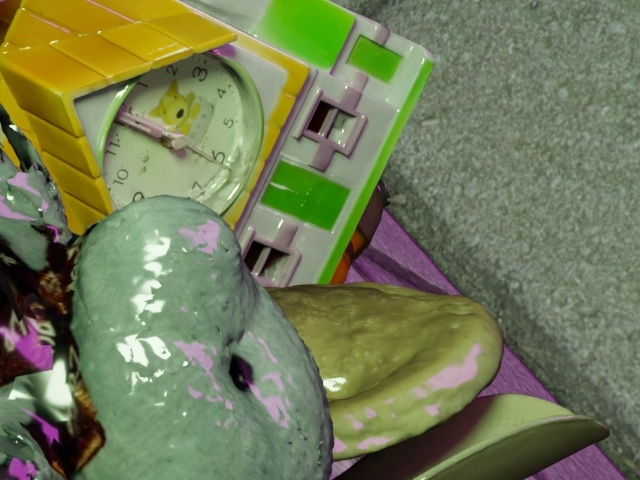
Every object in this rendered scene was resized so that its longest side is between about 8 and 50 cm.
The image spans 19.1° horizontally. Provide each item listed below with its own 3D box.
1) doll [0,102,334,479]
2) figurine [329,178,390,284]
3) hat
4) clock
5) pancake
[{"bbox_3d":[-0.119,0.031,0.749,0.340,0.158,0.246,37,24,-31],"label":"doll"},{"bbox_3d":[0.000,0.000,1.666,0.166,0.141,0.250,45,8,-12],"label":"figurine"},{"bbox_3d":[0.057,0.152,0.918,0.166,0.173,0.144,168,-81,-85],"label":"hat"},{"bbox_3d":[-0.107,-0.082,1.232,0.309,0.235,0.166,22,5,-44],"label":"clock"},{"bbox_3d":[-0.026,0.063,0.995,0.242,0.242,0.050,-103,-178,-76],"label":"pancake"}]
